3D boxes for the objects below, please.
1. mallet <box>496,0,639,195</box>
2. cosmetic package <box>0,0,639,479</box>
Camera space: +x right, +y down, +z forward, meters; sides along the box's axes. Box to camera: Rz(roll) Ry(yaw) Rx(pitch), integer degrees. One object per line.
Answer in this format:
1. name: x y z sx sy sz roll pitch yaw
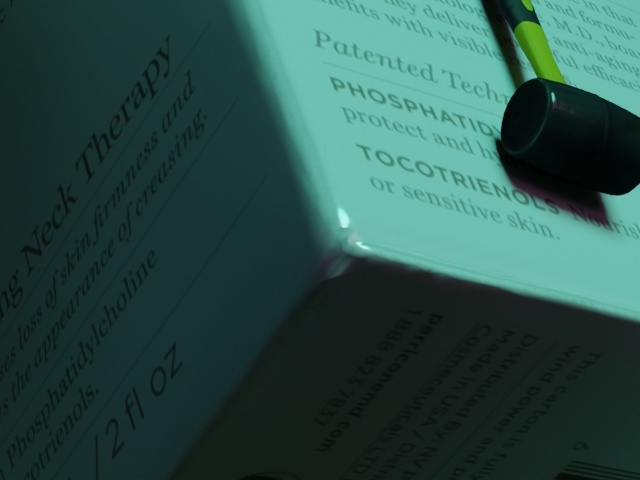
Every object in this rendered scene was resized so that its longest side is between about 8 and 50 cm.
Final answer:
1. mallet: 0.105 -0.088 0.833 0.062 0.039 0.190 24 31 -20
2. cosmetic package: 0.000 0.000 0.959 0.327 0.329 0.394 13 39 -34
